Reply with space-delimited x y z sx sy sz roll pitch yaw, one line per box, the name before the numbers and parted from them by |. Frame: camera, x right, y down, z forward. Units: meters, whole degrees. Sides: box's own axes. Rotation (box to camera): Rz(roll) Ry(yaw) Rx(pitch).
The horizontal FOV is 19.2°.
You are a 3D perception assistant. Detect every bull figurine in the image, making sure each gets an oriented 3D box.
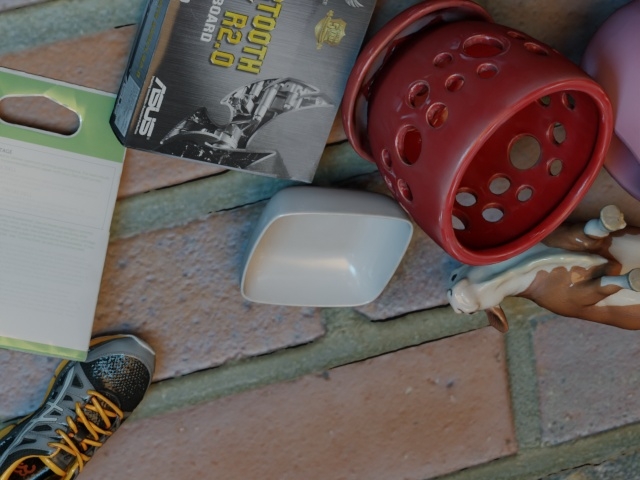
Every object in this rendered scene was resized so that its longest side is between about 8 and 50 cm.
bull figurine | 0.271 0.032 1.761 0.310 0.188 0.101 4 80 -27

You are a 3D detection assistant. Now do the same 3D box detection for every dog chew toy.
dog chew toy | 0.390 -0.172 1.680 0.332 0.206 0.206 -37 119 -7

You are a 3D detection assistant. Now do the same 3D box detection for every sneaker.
sneaker | -0.227 0.175 1.711 0.215 0.083 0.084 -46 117 5

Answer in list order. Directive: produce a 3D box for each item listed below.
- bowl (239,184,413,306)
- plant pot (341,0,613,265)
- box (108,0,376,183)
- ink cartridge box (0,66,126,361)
bowl | 0.000 0.000 1.694 0.142 0.053 0.142 2 142 -19
plant pot | 0.127 -0.100 1.620 0.191 0.174 0.191 -25 138 -25
box | -0.059 -0.175 1.607 0.183 0.056 0.231 12 110 -25
ink cartridge box | -0.265 -0.024 1.625 0.171 0.056 0.235 12 86 -22
